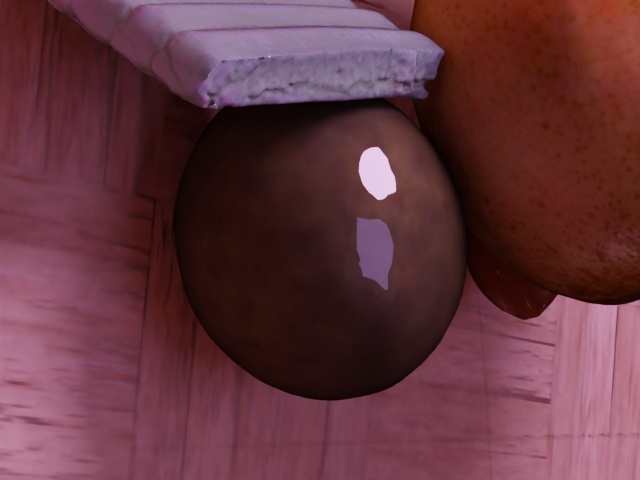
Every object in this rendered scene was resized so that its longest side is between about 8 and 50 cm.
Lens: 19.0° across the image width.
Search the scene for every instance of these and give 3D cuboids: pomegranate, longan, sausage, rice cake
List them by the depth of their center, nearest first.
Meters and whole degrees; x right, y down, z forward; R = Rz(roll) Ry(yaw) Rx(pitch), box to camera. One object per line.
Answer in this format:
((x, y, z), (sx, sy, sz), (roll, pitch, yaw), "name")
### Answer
((-0.048, -0.118, 1.001), (0.198, 0.189, 0.037), (-2, 119, -46), "rice cake")
((0.000, 0.000, 1.065), (0.204, 0.159, 0.185), (76, -3, -74), "longan")
((0.197, -0.090, 1.116), (0.319, 0.319, 0.319), (2, 88, -49), "pomegranate")
((0.149, -0.031, 1.283), (0.089, 0.089, 0.179), (53, 47, -34), "sausage")
